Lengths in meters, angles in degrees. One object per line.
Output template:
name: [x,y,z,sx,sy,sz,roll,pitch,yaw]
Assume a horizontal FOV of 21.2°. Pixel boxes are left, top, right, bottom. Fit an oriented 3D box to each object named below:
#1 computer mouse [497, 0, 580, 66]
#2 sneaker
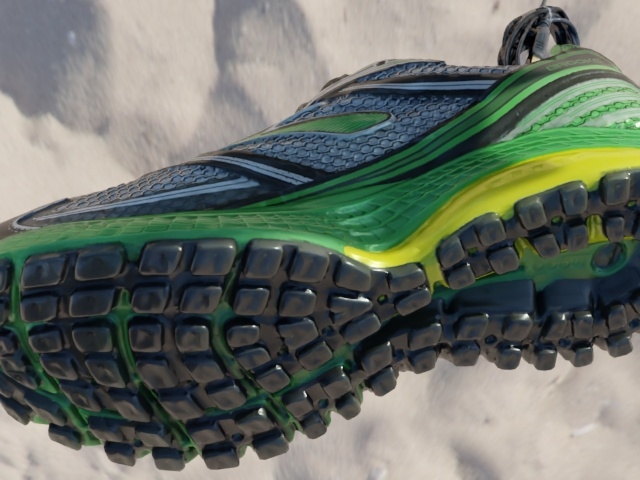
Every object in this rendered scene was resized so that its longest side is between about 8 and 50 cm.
computer mouse: [0.135,-0.164,0.969,0.071,0.041,0.242,37,42,-28]
sneaker: [0.000,0.000,0.767,0.343,0.134,0.146,-11,41,-9]
